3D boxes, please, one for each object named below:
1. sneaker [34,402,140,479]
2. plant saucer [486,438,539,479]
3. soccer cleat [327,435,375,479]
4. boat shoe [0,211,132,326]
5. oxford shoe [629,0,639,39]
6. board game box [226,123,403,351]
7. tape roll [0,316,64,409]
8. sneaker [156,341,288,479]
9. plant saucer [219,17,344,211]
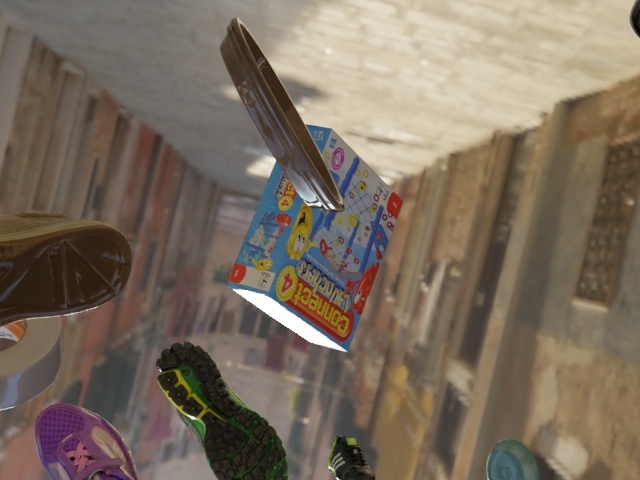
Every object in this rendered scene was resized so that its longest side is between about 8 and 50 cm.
[{"bbox_3d":[-0.254,0.272,1.375,0.236,0.095,0.104,49,167,26],"label":"sneaker"},{"bbox_3d":[0.332,0.410,2.118,0.021,0.119,0.119,-2,-170,-40],"label":"plant saucer"},{"bbox_3d":[0.052,0.382,2.085,0.060,0.072,0.179,8,180,-16],"label":"soccer cleat"},{"bbox_3d":[-0.364,0.035,1.216,0.341,0.122,0.110,-5,-162,-38],"label":"boat shoe"},{"bbox_3d":[0.623,-0.453,1.849,0.169,0.130,0.449,37,138,5],"label":"oxford shoe"},{"bbox_3d":[0.000,0.000,2.076,0.086,0.302,0.308,12,165,32],"label":"board game box"},{"bbox_3d":[-0.510,0.162,1.859,0.219,0.072,0.219,4,-142,-3],"label":"tape roll"},{"bbox_3d":[-0.173,0.341,2.215,0.343,0.134,0.146,56,169,13],"label":"sneaker"},{"bbox_3d":[-0.051,-0.151,1.514,0.041,0.278,0.278,-30,174,5],"label":"plant saucer"}]
